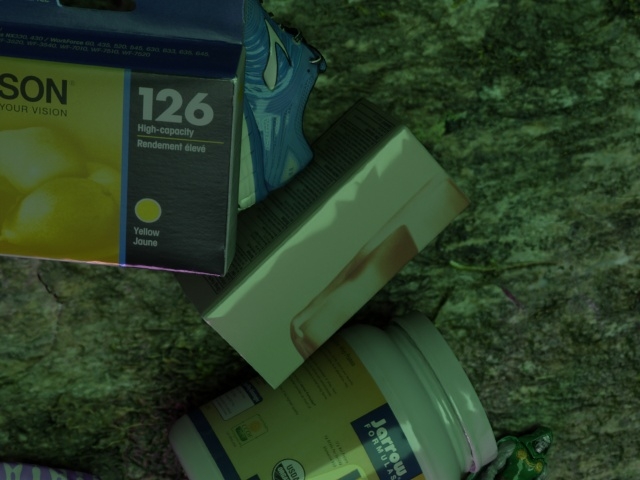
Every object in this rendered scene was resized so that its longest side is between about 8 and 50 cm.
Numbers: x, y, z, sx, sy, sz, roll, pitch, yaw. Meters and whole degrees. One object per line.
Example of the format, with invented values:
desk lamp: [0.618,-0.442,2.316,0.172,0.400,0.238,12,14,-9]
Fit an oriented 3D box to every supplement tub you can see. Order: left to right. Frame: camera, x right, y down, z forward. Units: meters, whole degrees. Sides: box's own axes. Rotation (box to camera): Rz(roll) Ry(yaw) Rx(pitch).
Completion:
supplement tub: [0.015,0.233,1.892,0.316,0.228,0.228,-28,114,-8]

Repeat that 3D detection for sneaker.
sneaker: [-0.083,-0.205,1.785,0.147,0.129,0.330,-25,118,-25]

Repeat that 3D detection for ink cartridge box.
ink cartridge box: [-0.231,-0.122,1.705,0.303,0.072,0.307,6,118,3]

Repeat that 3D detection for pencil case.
pencil case: [-0.341,0.289,1.869,0.206,0.088,0.086,7,107,-21]

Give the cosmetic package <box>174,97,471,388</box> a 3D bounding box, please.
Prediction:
cosmetic package: [0.000,0.000,1.851,0.296,0.153,0.129,-42,115,0]

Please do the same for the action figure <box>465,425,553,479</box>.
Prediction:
action figure: [0.212,0.324,2.085,0.137,0.063,0.232,34,92,-22]
